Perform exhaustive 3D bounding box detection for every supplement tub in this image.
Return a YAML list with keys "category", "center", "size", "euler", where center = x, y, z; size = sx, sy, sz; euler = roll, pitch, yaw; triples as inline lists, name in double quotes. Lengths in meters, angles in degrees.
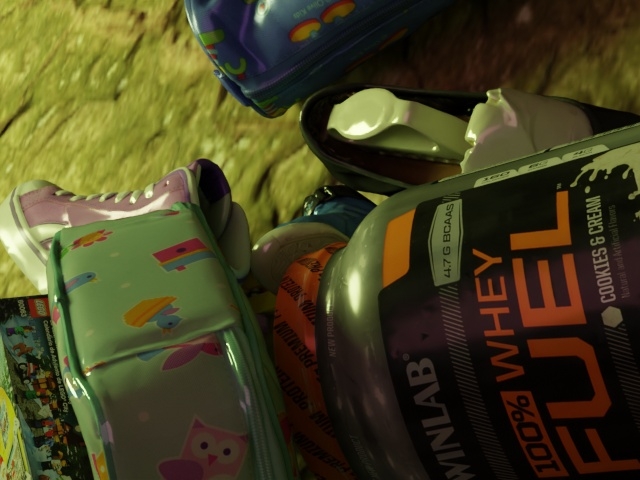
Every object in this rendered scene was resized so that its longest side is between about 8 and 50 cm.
- category: "supplement tub"
  center: [0.146, 0.043, 0.764]
  size: [0.316, 0.193, 0.194]
  euler: [-16, 64, 25]

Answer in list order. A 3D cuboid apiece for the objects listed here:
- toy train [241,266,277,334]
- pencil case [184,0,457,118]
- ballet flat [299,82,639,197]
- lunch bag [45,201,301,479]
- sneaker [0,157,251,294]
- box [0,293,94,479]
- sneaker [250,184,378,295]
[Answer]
- category: "toy train"
  center: [-0.029, 0.079, 0.997]
  size: [0.166, 0.046, 0.125]
  euler: [14, 83, 42]
- category: "pencil case"
  center: [0.046, -0.195, 0.992]
  size: [0.306, 0.119, 0.133]
  euler: [-27, 36, 28]
- category: "ballet flat"
  center: [0.097, -0.055, 0.918]
  size: [0.280, 0.096, 0.095]
  euler: [8, 78, 38]
- category: "lunch bag"
  center: [-0.079, 0.115, 0.818]
  size: [0.107, 0.224, 0.279]
  euler: [-15, 25, -8]
- category: "sneaker"
  center: [-0.136, -0.006, 1.063]
  size: [0.161, 0.102, 0.282]
  euler: [-52, 42, 5]
- category: "box"
  center: [-0.211, 0.168, 1.013]
  size: [0.233, 0.044, 0.159]
  euler: [117, 142, -50]
- category: "sneaker"
  center: [0.000, 0.001, 0.939]
  size: [0.084, 0.152, 0.058]
  euler: [31, 117, 45]
